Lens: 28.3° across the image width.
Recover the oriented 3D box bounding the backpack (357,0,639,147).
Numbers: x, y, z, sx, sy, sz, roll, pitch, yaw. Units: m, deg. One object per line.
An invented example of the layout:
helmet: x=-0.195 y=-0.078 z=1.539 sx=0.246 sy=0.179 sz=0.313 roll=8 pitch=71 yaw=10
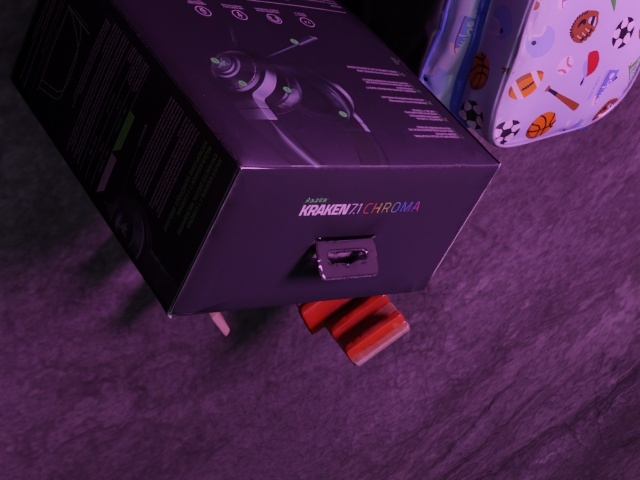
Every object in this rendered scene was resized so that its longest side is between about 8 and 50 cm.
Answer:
backpack: x=0.169 y=-0.213 z=1.062 sx=0.263 sy=0.213 sz=0.276 roll=-23 pitch=143 yaw=-43

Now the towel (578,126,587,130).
towel: x=0.296 y=-0.174 z=1.381 sx=0.067 sy=0.029 sz=0.119 roll=0 pitch=131 yaw=-44

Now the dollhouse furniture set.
dollhouse furniture set: x=0.000 y=0.000 z=1.206 sx=0.262 sy=0.135 sz=0.259 roll=-35 pitch=147 yaw=-5

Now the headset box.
headset box: x=-0.045 y=-0.081 z=0.929 sx=0.246 sy=0.283 sz=0.131 roll=-4 pitch=134 yaw=-42
